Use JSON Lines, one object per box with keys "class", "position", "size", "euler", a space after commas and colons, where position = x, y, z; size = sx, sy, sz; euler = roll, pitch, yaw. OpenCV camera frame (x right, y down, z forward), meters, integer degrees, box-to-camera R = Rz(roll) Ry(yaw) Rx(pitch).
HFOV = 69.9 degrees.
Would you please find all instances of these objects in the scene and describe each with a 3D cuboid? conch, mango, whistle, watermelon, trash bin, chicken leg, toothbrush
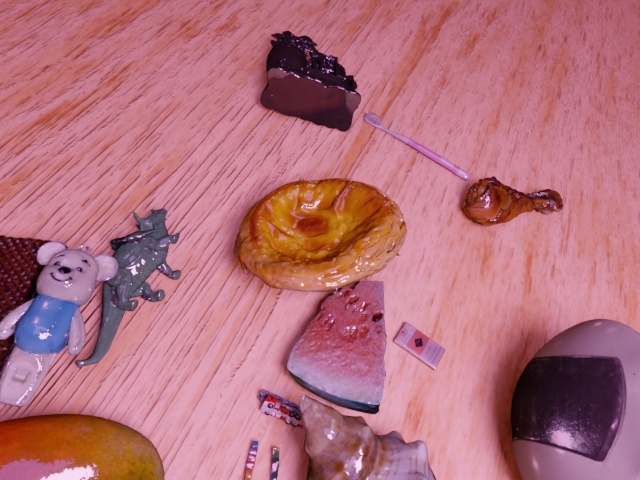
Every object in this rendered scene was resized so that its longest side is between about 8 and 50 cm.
{"class": "conch", "position": [0.084, 0.363, 0.570], "size": [0.203, 0.169, 0.386], "euler": [-31, 68, -19]}
{"class": "mango", "position": [-0.345, 0.286, 0.553], "size": [0.289, 0.129, 0.146], "euler": [-7, 57, -27]}
{"class": "whistle", "position": [-0.373, 0.105, 0.633], "size": [0.114, 0.077, 0.235], "euler": [18, 57, -14]}
{"class": "watermelon", "position": [0.051, 0.155, 0.759], "size": [0.154, 0.094, 0.241], "euler": [17, 53, 10]}
{"class": "trash bin", "position": [0.495, 0.298, 0.643], "size": [0.433, 0.280, 0.280], "euler": [23, 55, -1]}
{"class": "chicken leg", "position": [0.419, -0.082, 0.995], "size": [0.252, 0.087, 0.107], "euler": [-1, 75, -21]}
{"class": "toothbrush", "position": [0.224, -0.222, 1.070], "size": [0.287, 0.025, 0.020], "euler": [34, 57, 10]}

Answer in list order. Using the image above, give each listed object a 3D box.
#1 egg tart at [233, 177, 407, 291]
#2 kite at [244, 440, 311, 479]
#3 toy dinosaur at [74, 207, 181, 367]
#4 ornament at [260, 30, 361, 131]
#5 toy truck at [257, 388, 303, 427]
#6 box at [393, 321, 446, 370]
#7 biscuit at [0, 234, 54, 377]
{"class": "egg tart", "position": [0.000, 0.000, 0.796], "size": [0.295, 0.116, 0.294], "euler": [-4, 43, 4]}
{"class": "kite", "position": [-0.066, 0.411, 0.598], "size": [0.152, 0.015, 0.285], "euler": [12, 58, -8]}
{"class": "toy dinosaur", "position": [-0.292, 0.067, 0.738], "size": [0.120, 0.079, 0.291], "euler": [0, 56, -6]}
{"class": "ornament", "position": [-0.016, -0.400, 1.099], "size": [0.251, 0.106, 0.260], "euler": [17, 46, -10]}
{"class": "toy truck", "position": [-0.058, 0.255, 0.694], "size": [0.083, 0.024, 0.032], "euler": [22, 33, 0]}
{"class": "box", "position": [0.173, 0.183, 0.800], "size": [0.083, 0.012, 0.046], "euler": [35, 58, 9]}
{"class": "biscuit", "position": [-0.469, 0.112, 0.670], "size": [0.106, 0.070, 0.251], "euler": [7, 57, -7]}
